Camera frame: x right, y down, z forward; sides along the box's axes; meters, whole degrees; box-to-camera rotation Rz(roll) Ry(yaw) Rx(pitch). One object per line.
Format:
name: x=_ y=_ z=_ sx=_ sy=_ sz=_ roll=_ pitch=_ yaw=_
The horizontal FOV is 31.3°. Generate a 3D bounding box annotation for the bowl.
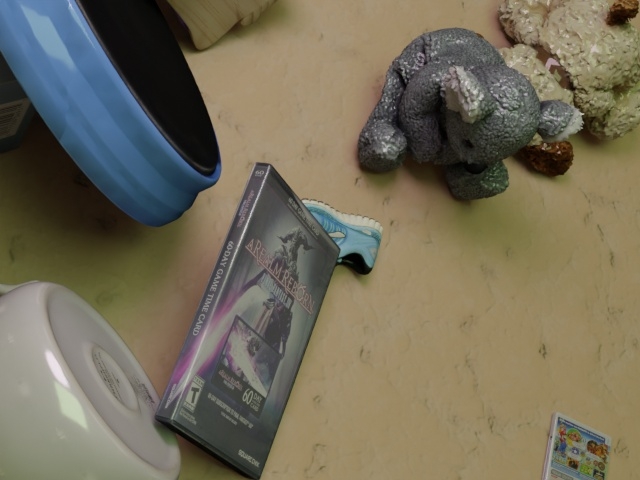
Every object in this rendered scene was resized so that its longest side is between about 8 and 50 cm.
bowl: x=-0.215 y=-0.201 z=1.112 sx=0.077 sy=0.391 sz=0.391 roll=-27 pitch=82 yaw=8

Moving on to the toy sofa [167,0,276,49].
toy sofa: x=-0.147 y=-0.363 z=1.226 sx=0.177 sy=0.362 sz=0.150 roll=-34 pitch=73 yaw=6

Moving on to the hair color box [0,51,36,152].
hair color box: x=-0.405 y=-0.278 z=1.136 sx=0.114 sy=0.185 sz=0.374 roll=-21 pitch=80 yaw=-31

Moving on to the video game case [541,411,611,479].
video game case: x=0.311 y=0.281 z=1.393 sx=0.087 sy=0.011 sz=0.122 roll=26 pitch=60 yaw=-16

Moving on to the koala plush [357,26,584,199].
koala plush: x=0.182 y=-0.155 z=1.345 sx=0.196 sy=0.221 sz=0.203 roll=15 pitch=91 yaw=-21

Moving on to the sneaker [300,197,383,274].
sneaker: x=0.000 y=0.000 z=1.313 sx=0.162 sy=0.063 sz=0.073 roll=13 pitch=67 yaw=-23

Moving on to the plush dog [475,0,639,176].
plush dog: x=0.307 y=-0.216 z=1.512 sx=0.225 sy=0.210 sz=0.262 roll=-41 pitch=90 yaw=-8

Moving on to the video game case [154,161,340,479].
video game case: x=-0.065 y=0.086 z=1.165 sx=0.196 sy=0.026 sz=0.274 roll=50 pitch=55 yaw=-55

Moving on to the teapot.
teapot: x=-0.262 y=0.170 z=1.029 sx=0.187 sy=0.256 sz=0.252 roll=-33 pitch=114 yaw=5
